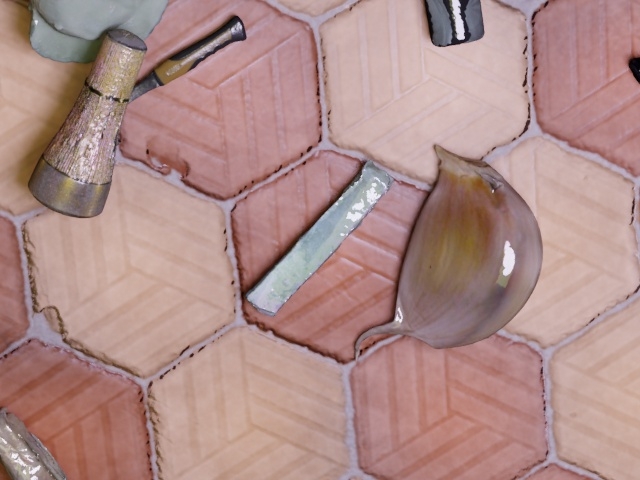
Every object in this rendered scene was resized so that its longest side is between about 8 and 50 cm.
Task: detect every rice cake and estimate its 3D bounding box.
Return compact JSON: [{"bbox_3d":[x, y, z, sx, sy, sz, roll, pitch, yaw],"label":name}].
[{"bbox_3d":[0.000,0.000,1.647,0.043,0.034,0.211,43,98,-3],"label":"rice cake"}]

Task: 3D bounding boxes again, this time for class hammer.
[{"bbox_3d":[-0.168,-0.181,1.600,0.201,0.021,0.078,-33,103,4],"label":"hammer"}]

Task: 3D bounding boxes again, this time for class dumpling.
[{"bbox_3d":[-0.234,-0.285,1.540,0.108,0.153,0.219,42,118,26],"label":"dumpling"}]

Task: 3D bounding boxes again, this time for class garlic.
[{"bbox_3d":[0.153,0.051,1.643,0.128,0.148,0.266,22,98,-46],"label":"garlic"}]

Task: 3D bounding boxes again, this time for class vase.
[{"bbox_3d":[0.129,-0.311,1.569,0.060,0.060,0.211,-11,105,-1],"label":"vase"}]

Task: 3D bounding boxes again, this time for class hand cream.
[{"bbox_3d":[-0.235,-0.126,1.557,0.084,0.084,0.203,21,110,-8],"label":"hand cream"}]

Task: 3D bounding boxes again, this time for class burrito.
[{"bbox_3d":[-0.326,0.251,1.680,0.055,0.041,0.149,-38,103,-8],"label":"burrito"}]

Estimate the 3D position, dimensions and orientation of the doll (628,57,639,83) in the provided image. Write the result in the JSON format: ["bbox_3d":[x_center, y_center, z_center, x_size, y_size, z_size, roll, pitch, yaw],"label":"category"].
[{"bbox_3d":[0.455,-0.225,1.598,0.249,0.088,0.127,-32,103,8],"label":"doll"}]
